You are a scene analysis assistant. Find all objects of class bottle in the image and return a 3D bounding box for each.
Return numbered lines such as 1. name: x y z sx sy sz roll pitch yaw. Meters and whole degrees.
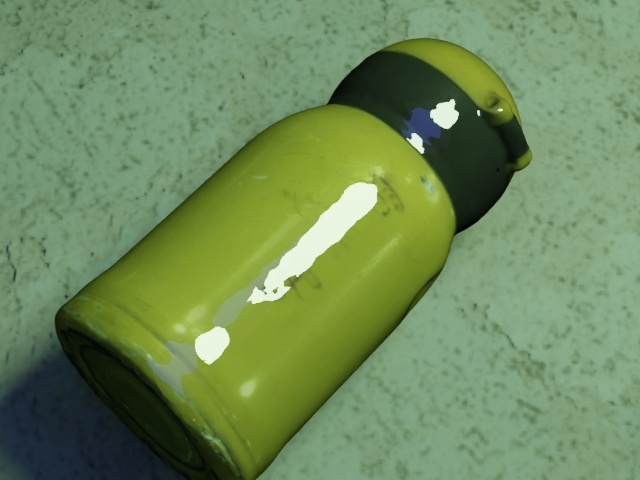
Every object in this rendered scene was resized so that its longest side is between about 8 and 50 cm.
1. bottle: 0.000 0.000 0.999 0.171 0.171 0.351 41 68 13
